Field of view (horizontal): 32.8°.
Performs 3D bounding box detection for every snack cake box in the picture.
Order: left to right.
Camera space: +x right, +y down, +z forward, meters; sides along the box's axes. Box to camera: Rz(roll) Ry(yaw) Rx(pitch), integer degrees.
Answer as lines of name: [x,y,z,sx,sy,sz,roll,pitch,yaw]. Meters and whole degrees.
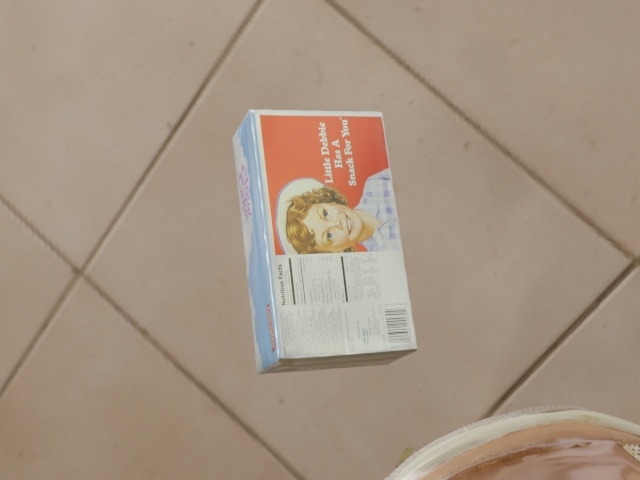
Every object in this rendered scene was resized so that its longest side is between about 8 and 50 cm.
snack cake box: [0.000,0.000,1.142,0.089,0.152,0.264,139,127,-66]

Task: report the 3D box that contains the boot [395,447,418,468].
boot: [0.060,0.282,0.691,0.089,0.236,0.270,30,83,-19]

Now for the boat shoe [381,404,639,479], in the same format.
boat shoe: [0.149,0.139,0.425,0.116,0.324,0.123,23,105,57]
